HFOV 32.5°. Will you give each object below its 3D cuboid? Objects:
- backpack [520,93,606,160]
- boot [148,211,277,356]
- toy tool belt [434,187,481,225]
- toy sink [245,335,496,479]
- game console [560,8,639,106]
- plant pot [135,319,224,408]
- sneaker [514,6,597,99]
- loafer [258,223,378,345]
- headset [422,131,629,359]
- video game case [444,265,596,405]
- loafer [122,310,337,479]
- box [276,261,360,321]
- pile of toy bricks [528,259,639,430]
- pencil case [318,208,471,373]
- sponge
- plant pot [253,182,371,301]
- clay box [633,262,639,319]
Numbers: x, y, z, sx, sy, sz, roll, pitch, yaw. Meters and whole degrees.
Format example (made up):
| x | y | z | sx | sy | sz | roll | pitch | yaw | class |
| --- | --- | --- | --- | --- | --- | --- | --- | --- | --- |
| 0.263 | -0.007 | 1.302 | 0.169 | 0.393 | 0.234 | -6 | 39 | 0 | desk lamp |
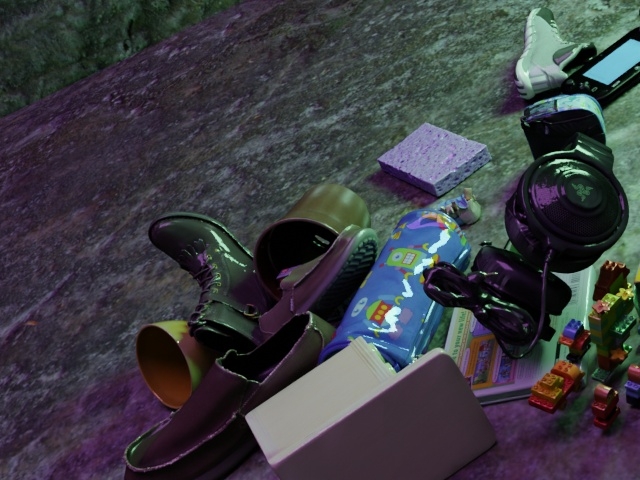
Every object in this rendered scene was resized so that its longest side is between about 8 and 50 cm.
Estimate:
| x | y | z | sx | sy | sz | roll | pitch | yaw | class |
| --- | --- | --- | --- | --- | --- | --- | --- | --- | --- |
| 0.374 | -0.172 | 1.671 | 0.114 | 0.105 | 0.084 | -12 | 33 | 23 | backpack |
| -0.164 | 0.074 | 1.672 | 0.091 | 0.263 | 0.229 | -59 | 8 | 28 | boot |
| 0.203 | -0.048 | 1.692 | 0.083 | 0.051 | 0.052 | -23 | 28 | 17 | toy tool belt |
| 0.057 | 0.217 | 1.281 | 0.234 | 0.152 | 0.131 | -34 | 27 | -4 | toy sink |
| 0.565 | -0.332 | 1.817 | 0.361 | 0.044 | 0.213 | -37 | 27 | -11 | game console |
| -0.202 | 0.175 | 1.664 | 0.134 | 0.134 | 0.095 | 0 | 17 | 46 | plant pot |
| 0.427 | -0.338 | 1.940 | 0.132 | 0.086 | 0.228 | -7 | 45 | 30 | sneaker |
| -0.014 | 0.065 | 1.558 | 0.251 | 0.087 | 0.094 | -52 | -25 | 23 | loafer |
| 0.231 | 0.004 | 1.284 | 0.243 | 0.185 | 0.394 | -64 | -3 | 30 | headset |
| 0.248 | 0.122 | 1.389 | 0.193 | 0.023 | 0.212 | -15 | 32 | 28 | video game case |
| -0.125 | 0.210 | 1.497 | 0.366 | 0.130 | 0.134 | -34 | 27 | -6 | loafer |
| 0.015 | 0.072 | 1.630 | 0.137 | 0.094 | 0.027 | -17 | 23 | 27 | box |
| 0.321 | 0.103 | 1.229 | 0.118 | 0.105 | 0.212 | 18 | 49 | 39 | pile of toy bricks |
| 0.111 | 0.088 | 1.478 | 0.133 | 0.119 | 0.306 | 1 | 39 | 29 | pencil case |
| 0.191 | -0.141 | 1.884 | 0.117 | 0.031 | 0.210 | -36 | 28 | -11 | sponge |
| 0.000 | 0.000 | 1.711 | 0.167 | 0.167 | 0.165 | -16 | 23 | 26 | plant pot |
| 0.413 | 0.040 | 1.245 | 0.053 | 0.127 | 0.222 | -9 | 35 | 35 | clay box |
